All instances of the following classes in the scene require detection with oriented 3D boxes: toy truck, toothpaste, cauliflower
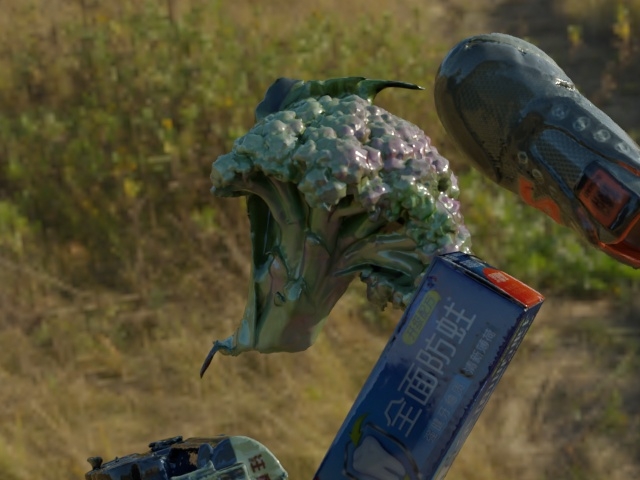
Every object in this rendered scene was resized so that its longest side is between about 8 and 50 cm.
[{"bbox_3d":[-0.068,0.134,0.748,0.088,0.074,0.202,-21,-3,-14],"label":"toy truck"},{"bbox_3d":[0.026,0.158,0.861,0.066,0.320,0.076,30,11,14],"label":"toothpaste"},{"bbox_3d":[0.000,0.000,1.260,0.239,0.315,0.256,26,10,-10],"label":"cauliflower"}]

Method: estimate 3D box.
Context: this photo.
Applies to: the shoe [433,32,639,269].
[{"bbox_3d":[0.252,-0.061,1.384,0.336,0.132,0.171,35,14,-18],"label":"shoe"}]
